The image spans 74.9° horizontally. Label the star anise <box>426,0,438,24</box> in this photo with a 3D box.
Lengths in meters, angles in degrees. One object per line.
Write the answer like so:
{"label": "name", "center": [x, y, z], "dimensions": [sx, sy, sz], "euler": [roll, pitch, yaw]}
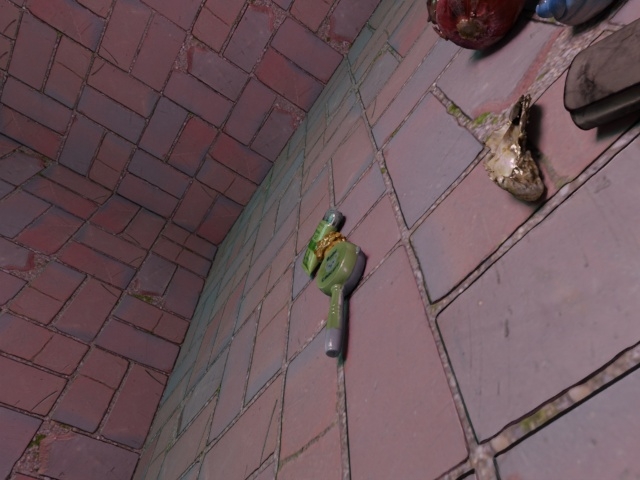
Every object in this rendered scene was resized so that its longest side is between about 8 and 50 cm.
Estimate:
{"label": "star anise", "center": [0.360, -0.652, 0.992], "dimensions": [0.315, 0.108, 0.315], "euler": [-46, 30, 37]}

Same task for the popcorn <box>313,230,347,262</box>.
{"label": "popcorn", "center": [0.024, 0.016, 0.941], "dimensions": [0.082, 0.057, 0.083], "euler": [-44, 21, 38]}

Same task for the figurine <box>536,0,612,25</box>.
{"label": "figurine", "center": [0.356, -0.341, 0.558], "dimensions": [0.115, 0.078, 0.114], "euler": [-22, -7, -3]}

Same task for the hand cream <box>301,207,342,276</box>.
{"label": "hand cream", "center": [0.000, 0.000, 1.048], "dimensions": [0.174, 0.046, 0.095], "euler": [-60, 20, 5]}

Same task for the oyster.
{"label": "oyster", "center": [0.257, -0.119, 0.556], "dimensions": [0.106, 0.061, 0.199], "euler": [116, 180, -67]}

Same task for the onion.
{"label": "onion", "center": [0.306, -0.460, 0.773], "dimensions": [0.194, 0.160, 0.159], "euler": [-63, 18, -11]}

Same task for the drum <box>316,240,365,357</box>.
{"label": "drum", "center": [0.045, 0.090, 0.778], "dimensions": [0.130, 0.049, 0.253], "euler": [-53, 19, 21]}

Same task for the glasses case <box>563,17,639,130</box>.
{"label": "glasses case", "center": [0.362, -0.195, 0.343], "dimensions": [0.299, 0.060, 0.114], "euler": [-21, 42, 63]}
